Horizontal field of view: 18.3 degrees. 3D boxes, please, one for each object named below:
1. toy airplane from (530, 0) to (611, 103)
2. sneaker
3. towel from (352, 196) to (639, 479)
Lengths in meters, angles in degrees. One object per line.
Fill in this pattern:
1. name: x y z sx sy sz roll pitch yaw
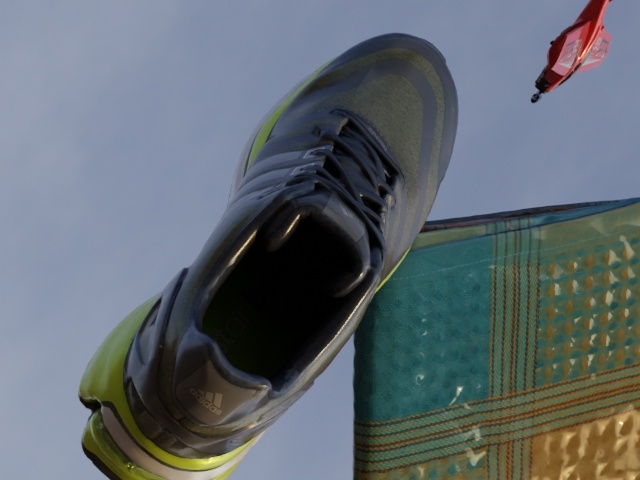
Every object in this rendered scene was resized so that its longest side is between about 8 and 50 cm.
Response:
1. toy airplane: 0.193 -0.157 1.399 0.028 0.151 0.151 41 -52 12
2. sneaker: 0.000 0.000 0.992 0.111 0.300 0.121 39 -34 -11
3. towel: 0.141 0.151 1.421 0.040 0.271 0.370 -146 -128 -58
